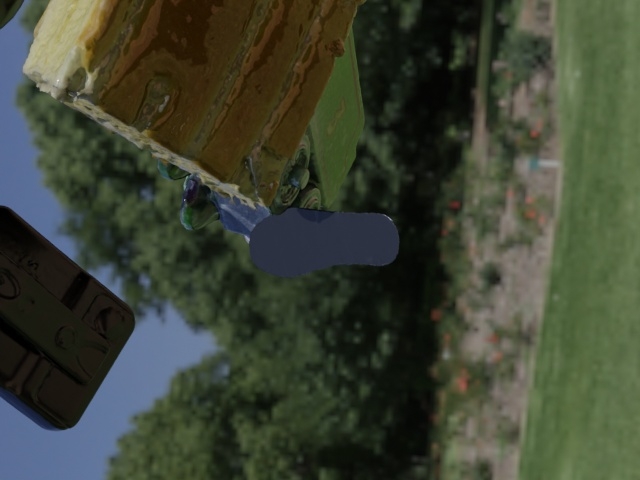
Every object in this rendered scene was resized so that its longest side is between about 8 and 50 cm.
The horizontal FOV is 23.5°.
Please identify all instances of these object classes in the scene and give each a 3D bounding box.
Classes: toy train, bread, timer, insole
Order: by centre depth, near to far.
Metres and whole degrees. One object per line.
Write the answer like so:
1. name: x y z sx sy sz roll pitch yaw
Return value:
1. bread: -0.102 -0.177 1.312 0.111 0.239 0.246 9 71 57
2. timer: -0.269 0.073 1.425 0.055 0.187 0.144 -10 44 53
3. insole: 0.000 0.000 1.717 0.003 0.232 0.080 -13 -84 -46
4. toy train: -0.060 -0.125 1.793 0.307 0.173 0.248 78 -144 -62

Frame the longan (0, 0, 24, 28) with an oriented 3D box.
1. longan: -0.374 -0.274 1.492 0.212 0.198 0.198 125 153 -63
